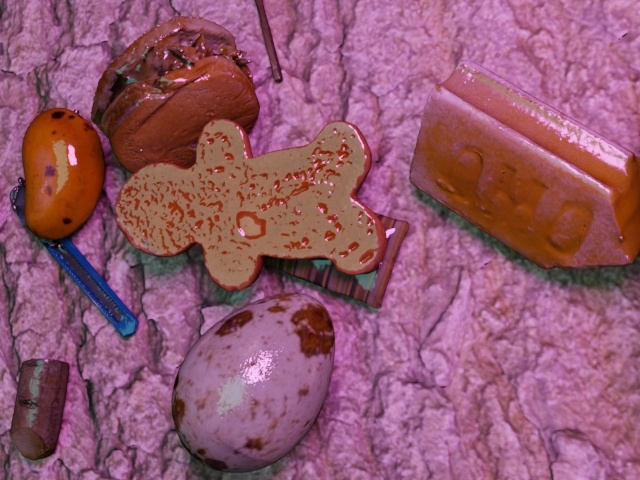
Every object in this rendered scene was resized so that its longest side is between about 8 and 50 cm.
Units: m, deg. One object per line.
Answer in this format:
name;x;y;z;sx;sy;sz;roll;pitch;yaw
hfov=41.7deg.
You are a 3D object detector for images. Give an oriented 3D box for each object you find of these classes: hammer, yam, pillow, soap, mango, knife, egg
hammer;-0.090;-0.344;1.098;0.058;0.029;0.292;-17;82;20
yam;-0.384;0.228;1.143;0.070;0.070;0.146;9;88;21
pillow;0.000;0.000;1.032;0.204;0.038;0.113;20;90;20
soap;0.225;-0.061;0.886;0.258;0.160;0.080;35;60;20
mango;-0.349;-0.091;1.139;0.115;0.090;0.177;-3;85;18
knife;-0.347;0.021;1.167;0.044;0.026;0.296;-45;72;0
egg;-0.073;0.162;0.981;0.169;0.169;0.231;37;88;19

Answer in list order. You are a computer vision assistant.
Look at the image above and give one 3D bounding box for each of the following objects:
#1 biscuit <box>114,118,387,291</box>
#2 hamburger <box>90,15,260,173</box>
biscuit;-0.089;-0.045;1.007;0.324;0.049;0.205;-8;92;9
hamburger;-0.186;-0.170;1.037;0.215;0.189;0.122;-45;65;28
